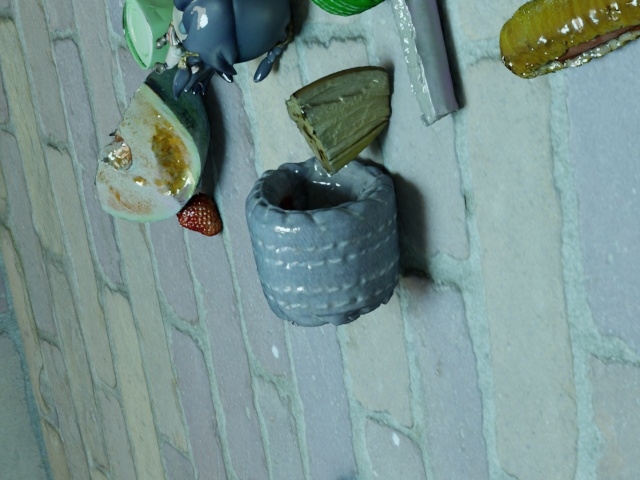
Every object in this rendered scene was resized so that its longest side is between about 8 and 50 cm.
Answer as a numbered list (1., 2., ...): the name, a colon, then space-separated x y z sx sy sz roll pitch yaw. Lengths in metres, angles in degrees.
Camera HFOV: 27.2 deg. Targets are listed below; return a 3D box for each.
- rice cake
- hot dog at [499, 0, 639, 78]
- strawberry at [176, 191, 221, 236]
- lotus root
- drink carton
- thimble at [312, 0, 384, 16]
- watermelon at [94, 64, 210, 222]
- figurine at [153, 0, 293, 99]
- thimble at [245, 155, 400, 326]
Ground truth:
1. rice cake: 0.117 -0.270 1.575 0.049 0.055 0.270 5 108 61
2. hot dog: 0.267 -0.224 1.314 0.289 0.068 0.083 -18 82 64
3. strawberry: -0.209 -0.041 2.293 0.083 0.073 0.073 54 150 6
4. lotus root: 0.020 -0.171 1.732 0.095 0.135 0.159 49 158 39
5. drink carton: -0.223 -0.339 2.065 0.146 0.142 0.144 60 149 26
6. thimble: 0.034 -0.345 1.621 0.090 0.118 0.130 163 116 -66
7. watermelon: -0.252 -0.169 2.238 0.175 0.188 0.322 37 141 -6
8. figurine: -0.143 -0.309 1.884 0.265 0.197 0.175 154 96 -79
9. thimble: 0.000 0.000 1.780 0.236 0.205 0.172 30 132 52
